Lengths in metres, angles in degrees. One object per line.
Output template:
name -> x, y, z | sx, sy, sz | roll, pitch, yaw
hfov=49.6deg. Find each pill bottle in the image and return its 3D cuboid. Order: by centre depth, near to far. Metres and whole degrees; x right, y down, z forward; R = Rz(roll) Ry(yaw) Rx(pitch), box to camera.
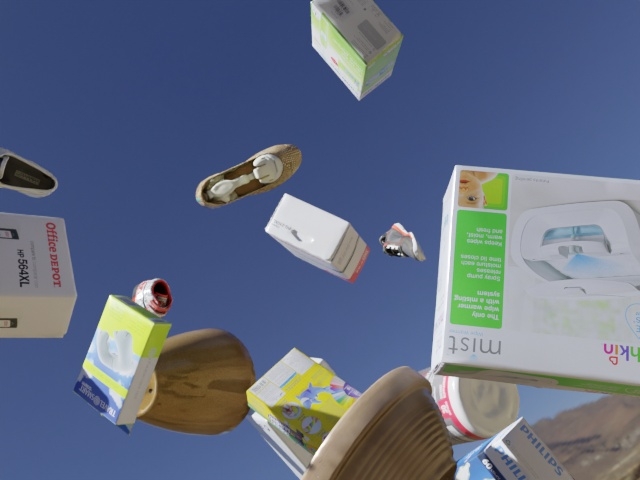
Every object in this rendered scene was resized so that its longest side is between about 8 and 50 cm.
pill bottle -> 0.267, 0.366, 1.532 | 0.176, 0.176, 0.318 | -16, -13, -36

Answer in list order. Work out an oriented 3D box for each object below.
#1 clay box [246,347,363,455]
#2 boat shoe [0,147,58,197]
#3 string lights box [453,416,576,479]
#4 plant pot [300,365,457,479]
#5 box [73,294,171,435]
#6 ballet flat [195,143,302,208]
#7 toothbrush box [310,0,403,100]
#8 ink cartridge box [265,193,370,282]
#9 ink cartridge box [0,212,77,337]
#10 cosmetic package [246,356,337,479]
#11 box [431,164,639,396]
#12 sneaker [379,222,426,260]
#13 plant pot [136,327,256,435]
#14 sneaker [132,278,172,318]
clay box -> -0.002, 0.289, 1.176 | 0.127, 0.222, 0.053 | -38, -34, -34
boat shoe -> -0.683, -0.161, 1.464 | 0.258, 0.084, 0.095 | 16, -99, -34
string lights box -> 0.268, 0.401, 1.095 | 0.077, 0.133, 0.260 | -24, -22, -43
plant pot -> 0.079, 0.273, 0.797 | 0.237, 0.110, 0.237 | -39, -32, -30
box -> -0.294, 0.182, 1.014 | 0.042, 0.109, 0.178 | 16, -83, -57
ballet flat -> -0.126, -0.109, 1.232 | 0.206, 0.073, 0.067 | -28, 9, 2
toothbrush box -> 0.085, -0.502, 1.743 | 0.122, 0.206, 0.283 | -40, -3, -2
ink cartridge box -> 0.000, 0.000, 1.576 | 0.100, 0.172, 0.237 | -63, -19, -6
ink cartridge box -> -0.417, 0.039, 0.852 | 0.203, 0.148, 0.086 | 4, -47, -33
cosmetic package -> 0.032, 0.556, 1.881 | 0.230, 0.453, 0.161 | -44, 15, -25
box -> 0.269, 0.052, 0.798 | 0.262, 0.231, 0.127 | 6, -17, 6
sneaker -> 0.160, 0.016, 1.382 | 0.065, 0.158, 0.061 | -31, -72, -3
plant pot -> -0.299, 0.297, 1.429 | 0.237, 0.237, 0.254 | -45, -24, 14
sneaker -> -0.541, 0.253, 2.204 | 0.090, 0.270, 0.145 | 15, -24, -40
